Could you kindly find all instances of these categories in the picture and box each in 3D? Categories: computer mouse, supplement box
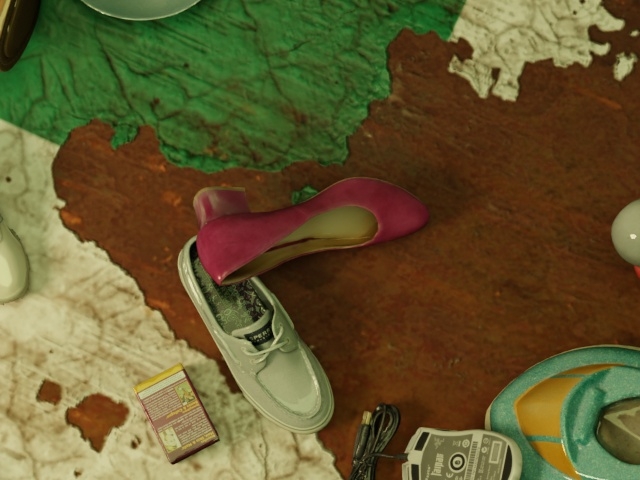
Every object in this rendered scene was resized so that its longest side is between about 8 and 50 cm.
[{"bbox_3d":[0.112,0.214,1.341,0.193,0.042,0.106,2,70,38],"label":"computer mouse"},{"bbox_3d":[-0.139,0.169,1.379,0.055,0.043,0.083,-26,80,-7],"label":"supplement box"}]

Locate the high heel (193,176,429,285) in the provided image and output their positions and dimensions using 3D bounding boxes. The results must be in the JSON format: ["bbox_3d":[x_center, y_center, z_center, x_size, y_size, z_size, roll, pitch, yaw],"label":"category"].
[{"bbox_3d":[0.000,0.000,1.360,0.244,0.082,0.117,5,42,-21],"label":"high heel"}]

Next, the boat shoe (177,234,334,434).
[{"bbox_3d":[-0.067,0.090,1.377,0.079,0.081,0.227,-35,82,-8],"label":"boat shoe"}]

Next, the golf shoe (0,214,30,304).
[{"bbox_3d":[-0.342,-0.020,1.387,0.069,0.086,0.176,-27,83,-9],"label":"golf shoe"}]

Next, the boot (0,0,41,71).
[{"bbox_3d":[-0.392,-0.306,1.426,0.220,0.109,0.283,3,77,-3],"label":"boot"}]

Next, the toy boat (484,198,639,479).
[{"bbox_3d":[0.287,0.122,1.327,0.267,0.148,0.318,4,62,32],"label":"toy boat"}]

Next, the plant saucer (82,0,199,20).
[{"bbox_3d":[-0.184,-0.315,1.473,0.195,0.037,0.195,1,79,-3],"label":"plant saucer"}]
